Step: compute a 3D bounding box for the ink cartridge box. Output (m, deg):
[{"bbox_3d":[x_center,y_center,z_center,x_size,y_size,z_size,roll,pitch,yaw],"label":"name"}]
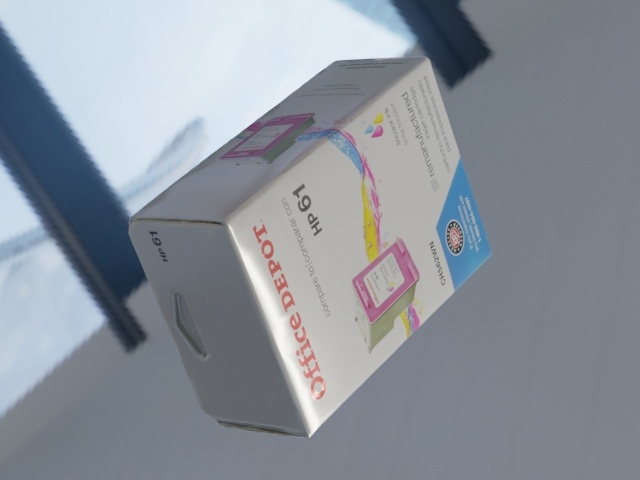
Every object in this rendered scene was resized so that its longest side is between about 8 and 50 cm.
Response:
[{"bbox_3d":[0.000,0.000,0.554,0.052,0.089,0.122,4,-146,43],"label":"ink cartridge box"}]
